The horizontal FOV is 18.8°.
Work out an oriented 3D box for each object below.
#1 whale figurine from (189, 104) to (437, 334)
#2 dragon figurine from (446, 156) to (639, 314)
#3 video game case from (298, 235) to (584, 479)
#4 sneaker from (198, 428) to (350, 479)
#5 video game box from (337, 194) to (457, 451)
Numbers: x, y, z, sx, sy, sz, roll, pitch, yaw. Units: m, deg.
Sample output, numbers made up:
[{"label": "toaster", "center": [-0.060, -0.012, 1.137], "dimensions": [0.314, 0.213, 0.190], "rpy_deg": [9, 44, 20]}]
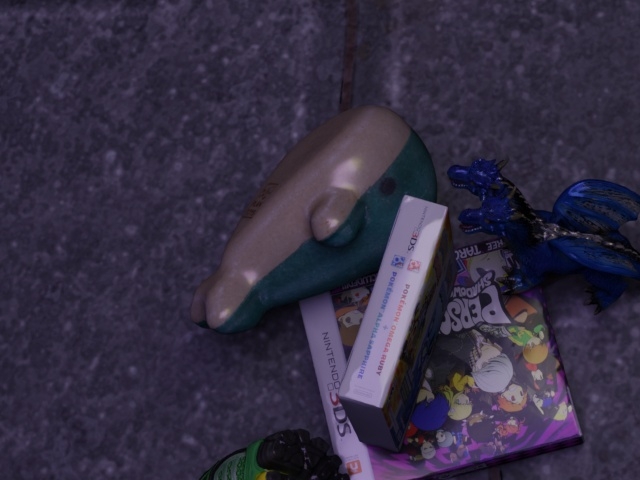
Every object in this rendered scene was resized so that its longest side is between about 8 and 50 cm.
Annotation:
[{"label": "whale figurine", "center": [0.000, 0.000, 1.815], "dimensions": [0.141, 0.216, 0.272], "rpy_deg": [45, 79, -14]}, {"label": "dragon figurine", "center": [0.246, 0.000, 1.757], "dimensions": [0.289, 0.144, 0.085], "rpy_deg": [12, 67, -5]}, {"label": "video game case", "center": [0.111, 0.119, 1.825], "dimensions": [0.232, 0.042, 0.210], "rpy_deg": [-15, 71, 5]}, {"label": "sneaker", "center": [-0.025, 0.351, 1.754], "dimensions": [0.146, 0.134, 0.343], "rpy_deg": [-22, 74, 41]}, {"label": "video game box", "center": [0.072, 0.078, 1.714], "dimensions": [0.048, 0.205, 0.187], "rpy_deg": [14, 76, 10]}]
